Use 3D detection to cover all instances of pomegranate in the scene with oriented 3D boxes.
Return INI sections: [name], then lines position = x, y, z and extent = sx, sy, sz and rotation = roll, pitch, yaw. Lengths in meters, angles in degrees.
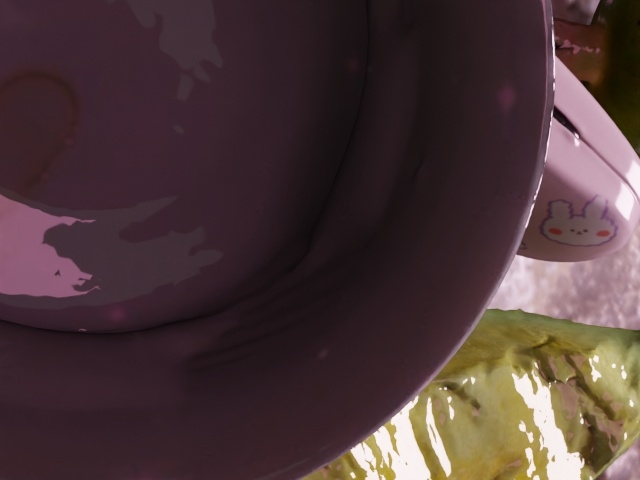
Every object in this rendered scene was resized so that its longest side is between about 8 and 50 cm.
[pomegranate]
position = 0.175, -0.101, 1.056
extent = 0.142, 0.114, 0.114
rotation = 4, 84, -12

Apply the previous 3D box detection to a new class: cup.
[cup]
position = -0.094, -0.071, 0.789
extent = 0.347, 0.163, 0.347
rotation = -2, 101, -11

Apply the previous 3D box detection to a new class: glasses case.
[glasses case]
position = 0.046, -0.087, 0.955
extent = 0.297, 0.113, 0.075
rotation = 39, 64, -26

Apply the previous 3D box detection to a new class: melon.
[melon]
position = 0.038, 0.124, 0.934
extent = 0.323, 0.124, 0.196
rotation = -20, 101, -41
